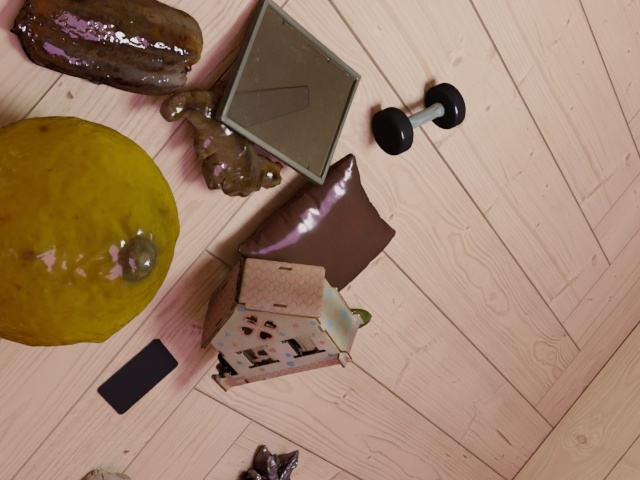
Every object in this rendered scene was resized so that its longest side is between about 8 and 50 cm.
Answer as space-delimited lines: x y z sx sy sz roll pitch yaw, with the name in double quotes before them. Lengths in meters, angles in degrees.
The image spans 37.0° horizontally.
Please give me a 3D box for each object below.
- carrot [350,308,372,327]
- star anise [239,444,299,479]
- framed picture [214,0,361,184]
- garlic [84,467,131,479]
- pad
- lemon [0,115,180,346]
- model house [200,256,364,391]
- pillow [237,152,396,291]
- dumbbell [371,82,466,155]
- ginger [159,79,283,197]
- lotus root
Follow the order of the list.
"carrot" -0.007 0.199 2.172 0.359 0.074 0.074 -8 124 -45
"star anise" -0.142 0.596 2.322 0.231 0.089 0.209 -31 131 -42
"framed picture" -0.049 -0.264 1.749 0.324 0.020 0.240 27 80 -51
"garlic" -0.439 0.518 1.974 0.113 0.074 0.094 -24 128 -41
"pad" -0.364 0.273 1.918 0.157 0.003 0.112 -41 141 -14
"lemon" -0.376 -0.011 1.396 0.350 0.387 0.349 -15 108 -52
"model house" -0.111 0.147 1.886 0.326 0.169 0.244 -15 135 24
"pillow" 0.000 0.000 1.985 0.305 0.108 0.308 -43 141 -7
"dumbbell" 0.208 -0.256 2.006 0.191 0.100 0.100 -27 135 -27
"ginger" -0.167 -0.182 1.711 0.166 0.080 0.333 -57 140 -21
"lotus root" -0.308 -0.304 1.470 0.329 0.078 0.167 2 116 -46
